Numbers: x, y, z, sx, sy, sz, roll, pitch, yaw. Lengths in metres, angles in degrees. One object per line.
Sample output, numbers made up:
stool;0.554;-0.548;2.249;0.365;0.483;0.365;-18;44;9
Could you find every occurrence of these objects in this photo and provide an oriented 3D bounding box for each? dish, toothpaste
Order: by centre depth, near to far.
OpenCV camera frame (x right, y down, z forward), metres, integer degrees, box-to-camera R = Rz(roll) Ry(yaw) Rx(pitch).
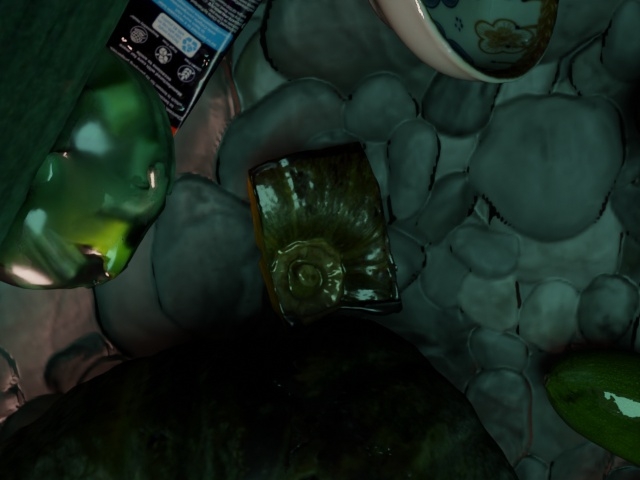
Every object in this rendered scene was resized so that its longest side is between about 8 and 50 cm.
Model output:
dish;0.045;-0.137;0.493;0.141;0.078;0.141;9;79;-49
toothpaste;-0.047;-0.138;0.495;0.071;0.045;0.193;37;104;-10

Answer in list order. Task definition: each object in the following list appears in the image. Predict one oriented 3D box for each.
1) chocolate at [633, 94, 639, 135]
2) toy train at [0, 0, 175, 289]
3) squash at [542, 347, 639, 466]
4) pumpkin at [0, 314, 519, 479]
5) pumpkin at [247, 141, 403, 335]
chocolate;0.227;-0.057;0.551;0.125;0.080;0.149;-4;116;3
toy train;-0.137;-0.171;0.357;0.272;0.179;0.442;35;101;19
squash;0.244;0.126;0.620;0.258;0.069;0.069;27;102;-18
pumpkin;-0.034;0.199;0.505;0.320;0.192;0.321;0;93;2
pumpkin;0.001;-0.002;0.553;0.073;0.035;0.101;-15;107;-17
